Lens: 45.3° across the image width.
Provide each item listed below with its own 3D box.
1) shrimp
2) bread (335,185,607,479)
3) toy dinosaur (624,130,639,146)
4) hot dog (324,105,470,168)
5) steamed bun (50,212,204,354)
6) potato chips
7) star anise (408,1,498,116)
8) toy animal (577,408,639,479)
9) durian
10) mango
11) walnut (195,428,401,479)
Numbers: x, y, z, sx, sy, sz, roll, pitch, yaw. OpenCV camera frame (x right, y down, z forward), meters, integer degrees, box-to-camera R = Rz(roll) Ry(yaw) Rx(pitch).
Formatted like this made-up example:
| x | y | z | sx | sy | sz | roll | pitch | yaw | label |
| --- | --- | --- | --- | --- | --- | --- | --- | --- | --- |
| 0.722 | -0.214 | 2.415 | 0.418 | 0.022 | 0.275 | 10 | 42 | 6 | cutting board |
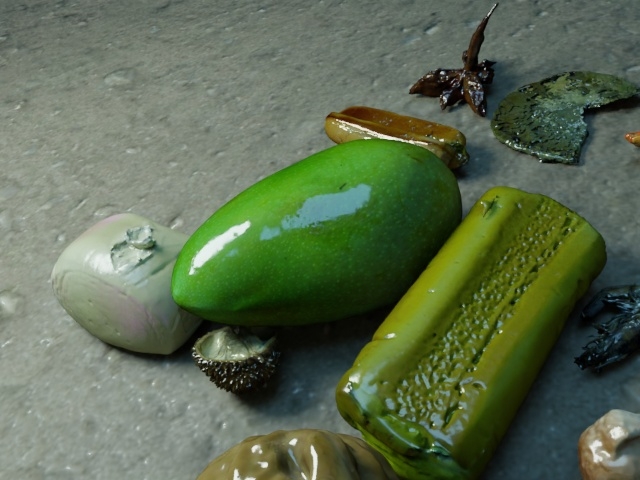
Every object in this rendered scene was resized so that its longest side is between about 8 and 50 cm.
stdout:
| x | y | z | sx | sy | sz | roll | pitch | yaw | label |
| --- | --- | --- | --- | --- | --- | --- | --- | --- | --- |
| 0.329 | 0.095 | 0.856 | 0.161 | 0.034 | 0.091 | -28 | 39 | -22 | shrimp |
| 0.169 | 0.097 | 0.841 | 0.166 | 0.112 | 0.383 | 31 | 59 | 17 | bread |
| 0.547 | -0.179 | 1.049 | 0.289 | 0.070 | 0.117 | -14 | 41 | -2 | toy dinosaur |
| 0.114 | -0.148 | 1.170 | 0.250 | 0.076 | 0.104 | 22 | 35 | 32 | hot dog |
| -0.258 | 0.040 | 1.034 | 0.239 | 0.152 | 0.170 | 16 | 51 | 30 | steamed bun |
| 0.371 | -0.197 | 1.159 | 0.220 | 0.029 | 0.202 | -29 | 39 | -9 | potato chips |
| 0.228 | -0.288 | 1.229 | 0.140 | 0.144 | 0.158 | -40 | 46 | -11 | star anise |
| 0.306 | 0.236 | 0.661 | 0.185 | 0.104 | 0.183 | 13 | 57 | 25 | toy animal |
| -0.090 | 0.147 | 0.915 | 0.111 | 0.071 | 0.140 | -19 | 15 | -22 | durian |
| 0.000 | 0.000 | 0.943 | 0.382 | 0.201 | 0.225 | -22 | 49 | -12 | mango |
| -0.010 | 0.285 | 0.631 | 0.225 | 0.257 | 0.257 | 6 | 36 | -21 | walnut |
